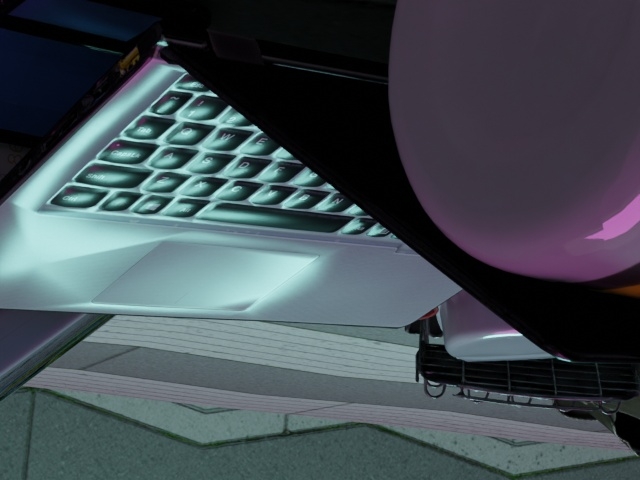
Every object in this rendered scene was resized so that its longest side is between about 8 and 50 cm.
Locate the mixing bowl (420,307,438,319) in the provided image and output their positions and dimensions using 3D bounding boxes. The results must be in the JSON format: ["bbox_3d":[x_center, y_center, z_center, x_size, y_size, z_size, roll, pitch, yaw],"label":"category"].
[{"bbox_3d":[0.000,0.000,1.242,0.181,0.098,0.181,4,168,1],"label":"mixing bowl"}]

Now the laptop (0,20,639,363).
[{"bbox_3d":[0.065,0.043,0.845,0.382,0.236,0.408,6,148,-41],"label":"laptop"}]

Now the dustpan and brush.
[{"bbox_3d":[0.137,0.042,1.209,0.147,0.060,0.211,-5,167,21],"label":"dustpan and brush"}]

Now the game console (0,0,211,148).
[{"bbox_3d":[-0.134,-0.092,0.892,0.122,0.071,0.107,10,168,-28],"label":"game console"}]

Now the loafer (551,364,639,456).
[{"bbox_3d":[0.363,0.192,2.001,0.133,0.130,0.366,6,169,-10],"label":"loafer"}]

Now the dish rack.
[{"bbox_3d":[0.176,0.095,1.460,0.208,0.074,0.271,4,-160,3],"label":"dish rack"}]

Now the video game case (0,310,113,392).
[{"bbox_3d":[-0.200,0.068,1.147,0.329,0.036,0.300,-39,180,-37],"label":"video game case"}]

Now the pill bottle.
[{"bbox_3d":[0.208,-0.055,0.643,0.334,0.188,0.188,11,167,-31],"label":"pill bottle"}]

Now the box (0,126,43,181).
[{"bbox_3d":[-0.222,-0.056,0.957,0.170,0.130,0.091,11,167,-29],"label":"box"}]
